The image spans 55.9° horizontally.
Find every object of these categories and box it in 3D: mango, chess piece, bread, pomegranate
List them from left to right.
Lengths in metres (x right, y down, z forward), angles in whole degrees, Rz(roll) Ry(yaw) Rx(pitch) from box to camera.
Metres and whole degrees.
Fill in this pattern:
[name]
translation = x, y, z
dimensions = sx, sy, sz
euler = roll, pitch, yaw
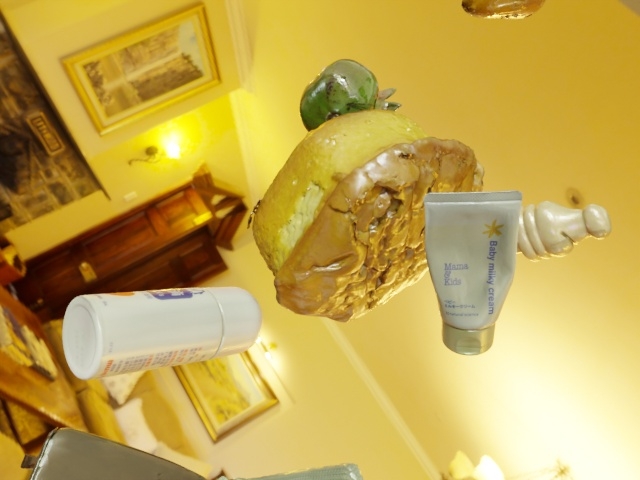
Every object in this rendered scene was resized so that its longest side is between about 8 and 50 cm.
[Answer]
[pomegranate]
translation = 0.057, -0.250, 1.110
dimensions = 0.152, 0.191, 0.131
euler = -37, -112, 38
[bread]
translation = 0.083, -0.037, 1.014
dimensions = 0.215, 0.398, 0.398
euler = 51, -17, 31
[mango]
translation = 0.333, -0.438, 1.065
dimensions = 0.084, 0.159, 0.105
euler = 54, -26, 34
[chess piece]
translation = 0.430, -0.019, 1.241
dimensions = 0.307, 0.124, 0.138
euler = -15, -104, 40

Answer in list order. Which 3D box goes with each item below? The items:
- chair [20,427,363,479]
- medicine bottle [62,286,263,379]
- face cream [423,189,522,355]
[chair]
translation = -0.131, 0.235, 0.437
dimensions = 0.186, 0.160, 0.319
euler = 28, -35, -23
[medicine bottle]
translation = -0.244, 0.147, 1.025
dimensions = 0.130, 0.341, 0.130
euler = -1, -91, 44
[face cream]
translation = 0.187, 0.040, 0.761
dimensions = 0.070, 0.114, 0.224
euler = -80, 167, -57
